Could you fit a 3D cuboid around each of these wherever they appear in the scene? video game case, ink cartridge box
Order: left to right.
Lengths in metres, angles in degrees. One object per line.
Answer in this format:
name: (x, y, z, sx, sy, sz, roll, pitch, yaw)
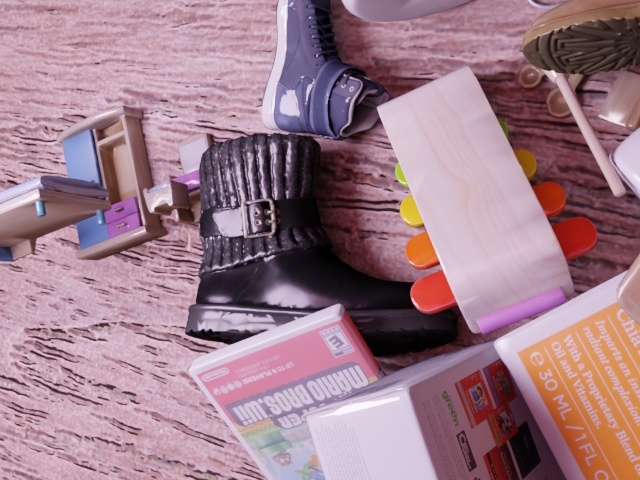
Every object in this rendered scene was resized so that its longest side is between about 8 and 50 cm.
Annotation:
video game case: (0.005, 0.221, 0.888, 0.204, 0.025, 0.285, -23, 111, 23)
ink cartridge box: (0.157, 0.272, 0.763, 0.130, 0.271, 0.310, -24, 81, 37)

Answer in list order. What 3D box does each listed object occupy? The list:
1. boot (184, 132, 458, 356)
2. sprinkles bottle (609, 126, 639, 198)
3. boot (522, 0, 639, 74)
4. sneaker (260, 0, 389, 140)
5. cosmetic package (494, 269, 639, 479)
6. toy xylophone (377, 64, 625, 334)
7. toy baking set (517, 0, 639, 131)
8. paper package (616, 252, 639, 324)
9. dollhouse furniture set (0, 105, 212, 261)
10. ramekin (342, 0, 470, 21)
boot: (-0.002, -0.001, 0.939, 0.347, 0.131, 0.260, 3, 73, 13)
sprinkles bottle: (0.455, -0.154, 0.727, 0.355, 0.121, 0.121, -42, 69, 17)
boot: (0.327, -0.315, 0.787, 0.236, 0.089, 0.270, -6, 65, 26)
sneaker: (0.019, -0.238, 0.961, 0.163, 0.086, 0.226, 18, 104, 37)
cosmetic package: (0.415, 0.084, 0.673, 0.453, 0.161, 0.230, -35, 71, 29)
toy xylophone: (0.187, -0.069, 0.833, 0.236, 0.081, 0.323, -16, 63, 14)
toy baking set: (0.318, -0.248, 0.852, 0.196, 0.030, 0.256, 2, 87, 27)
paper package: (0.414, 0.009, 0.475, 0.324, 0.168, 0.310, 38, 109, 28)
dollhouse furniture set: (-0.331, -0.105, 1.012, 0.286, 0.303, 0.198, -19, 79, 24)
ramekin: (0.125, -0.350, 0.829, 0.277, 0.277, 0.135, -19, 86, 24)
